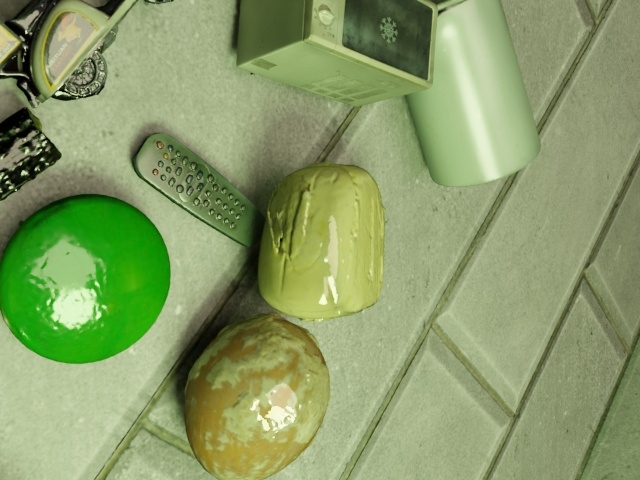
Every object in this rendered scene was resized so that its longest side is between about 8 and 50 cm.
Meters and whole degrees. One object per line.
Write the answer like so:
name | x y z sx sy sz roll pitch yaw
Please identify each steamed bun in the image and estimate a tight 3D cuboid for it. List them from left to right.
steamed bun | 0.000 0.000 0.945 0.273 0.166 0.231 -8 97 -70

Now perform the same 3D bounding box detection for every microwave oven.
microwave oven | 0.022 -0.298 0.907 0.241 0.194 0.145 7 88 -41

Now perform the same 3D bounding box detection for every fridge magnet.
fridge magnet | -0.281 0.046 0.763 0.208 0.088 0.207 -9 104 -39

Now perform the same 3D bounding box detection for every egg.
egg | -0.091 0.222 0.883 0.203 0.203 0.245 26 87 -40

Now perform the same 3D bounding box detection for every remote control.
remote control | -0.163 -0.065 0.878 0.222 0.042 0.072 40 69 -36

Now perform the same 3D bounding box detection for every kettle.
kettle | 0.263 -0.291 1.109 0.265 0.205 0.317 -39 118 -27

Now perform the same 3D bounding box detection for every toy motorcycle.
toy motorcycle | -0.278 -0.268 0.716 0.157 0.091 0.263 42 72 -32

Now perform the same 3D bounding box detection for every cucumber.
cucumber | -0.406 -0.035 0.655 0.300 0.072 0.072 -43 122 -25
